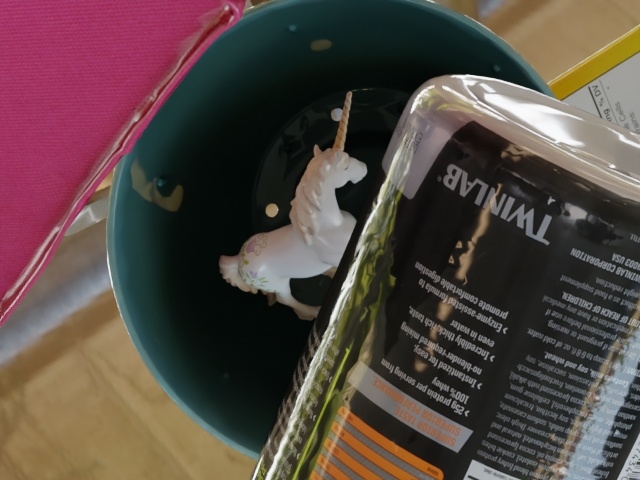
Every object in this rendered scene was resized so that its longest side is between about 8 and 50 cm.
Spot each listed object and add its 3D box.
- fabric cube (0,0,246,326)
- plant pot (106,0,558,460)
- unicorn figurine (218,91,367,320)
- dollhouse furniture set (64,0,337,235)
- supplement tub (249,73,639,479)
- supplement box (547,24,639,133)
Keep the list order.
[{"bbox_3d":[-0.157,-0.163,0.669,0.254,0.259,0.258,32,-134,-13],"label":"fabric cube"},{"bbox_3d":[0.027,-0.011,1.085,0.293,0.293,0.235,-11,-176,6],"label":"plant pot"},{"bbox_3d":[0.000,0.000,1.014,0.162,0.111,0.060,-36,-140,28],"label":"unicorn figurine"},{"bbox_3d":[-0.220,-0.073,1.402,0.362,0.256,0.394,-29,-149,-15],"label":"dollhouse furniture set"},{"bbox_3d":[0.077,0.095,0.801,0.193,0.193,0.316,34,-71,35],"label":"supplement tub"},{"bbox_3d":[0.374,-0.105,1.251,0.356,0.195,0.194,-32,-110,39],"label":"supplement box"}]
